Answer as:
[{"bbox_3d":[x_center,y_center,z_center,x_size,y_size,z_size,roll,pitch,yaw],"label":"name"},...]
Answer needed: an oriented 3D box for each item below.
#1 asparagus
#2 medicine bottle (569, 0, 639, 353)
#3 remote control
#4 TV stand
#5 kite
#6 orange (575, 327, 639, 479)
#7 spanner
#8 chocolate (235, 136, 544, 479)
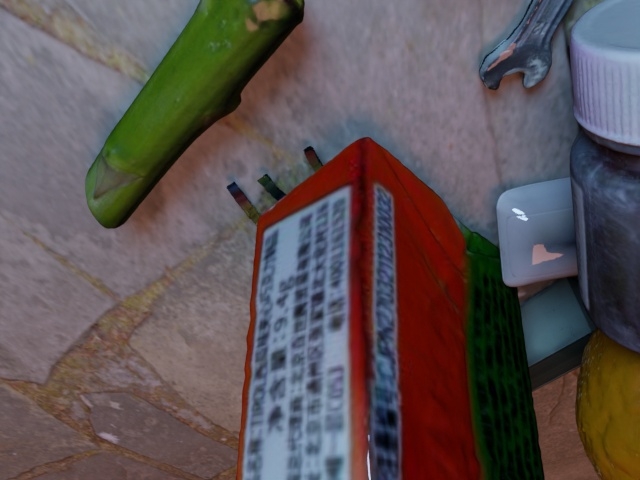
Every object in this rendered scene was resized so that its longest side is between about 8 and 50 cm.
[{"bbox_3d":[-0.115,-0.104,0.485,0.067,0.060,0.278,5,145,-48],"label":"asparagus"},{"bbox_3d":[0.286,-0.049,0.486,0.165,0.165,0.273,-14,124,8],"label":"medicine bottle"},{"bbox_3d":[0.342,-0.022,0.637,0.313,0.055,0.109,-10,108,2],"label":"remote control"},{"bbox_3d":[0.276,0.163,0.872,0.083,0.088,0.269,19,134,-32],"label":"TV stand"},{"bbox_3d":[0.000,0.000,0.676,0.152,0.015,0.285,-20,144,11],"label":"kite"},{"bbox_3d":[0.443,0.177,0.651,0.341,0.340,0.293,-4,174,-5],"label":"orange"},{"bbox_3d":[0.192,-0.224,0.417,0.071,0.017,0.301,-1,141,-16],"label":"spanner"},{"bbox_3d":[0.082,0.139,0.595,0.162,0.359,0.341,-19,146,33],"label":"chocolate"}]
